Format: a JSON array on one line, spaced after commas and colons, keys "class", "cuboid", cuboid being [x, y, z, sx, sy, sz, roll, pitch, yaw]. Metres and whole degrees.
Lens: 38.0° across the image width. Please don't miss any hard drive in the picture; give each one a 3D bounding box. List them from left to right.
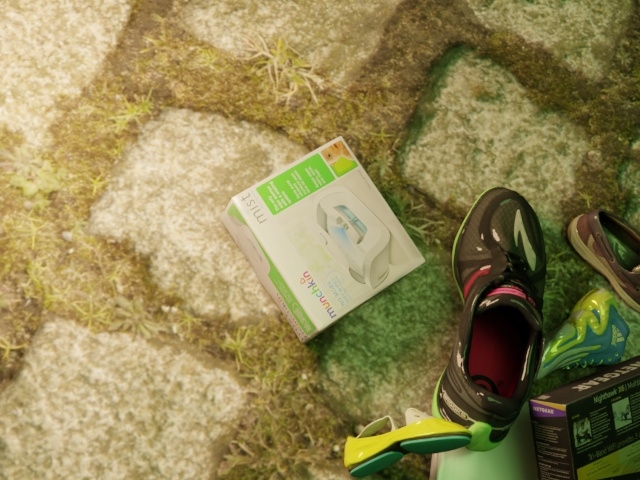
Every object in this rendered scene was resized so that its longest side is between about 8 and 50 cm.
[{"class": "hard drive", "cuboid": [0.341, 0.376, 1.581, 0.307, 0.040, 0.203, 12, 71, -10]}]

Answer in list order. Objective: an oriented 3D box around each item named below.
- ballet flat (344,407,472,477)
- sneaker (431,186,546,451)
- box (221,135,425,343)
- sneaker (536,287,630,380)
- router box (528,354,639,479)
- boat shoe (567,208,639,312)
[{"class": "ballet flat", "cuboid": [0.131, 0.310, 1.473, 0.077, 0.231, 0.077, 31, 43, -44]}, {"class": "sneaker", "cuboid": [0.314, 0.111, 1.553, 0.185, 0.202, 0.483, 16, 60, -8]}, {"class": "box", "cuboid": [0.000, 0.000, 1.567, 0.231, 0.127, 0.262, -30, 84, -22]}, {"class": "sneaker", "cuboid": [0.466, 0.193, 1.641, 0.240, 0.091, 0.126, -40, 86, -22]}, {"class": "router box", "cuboid": [0.487, 0.340, 1.525, 0.308, 0.081, 0.243, -11, 96, -34]}, {"class": "boat shoe", "cuboid": [0.587, 0.048, 1.713, 0.285, 0.092, 0.103, 42, 68, 1]}]
